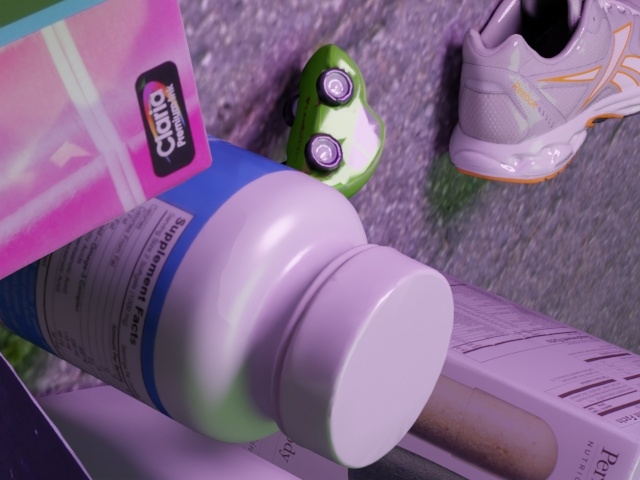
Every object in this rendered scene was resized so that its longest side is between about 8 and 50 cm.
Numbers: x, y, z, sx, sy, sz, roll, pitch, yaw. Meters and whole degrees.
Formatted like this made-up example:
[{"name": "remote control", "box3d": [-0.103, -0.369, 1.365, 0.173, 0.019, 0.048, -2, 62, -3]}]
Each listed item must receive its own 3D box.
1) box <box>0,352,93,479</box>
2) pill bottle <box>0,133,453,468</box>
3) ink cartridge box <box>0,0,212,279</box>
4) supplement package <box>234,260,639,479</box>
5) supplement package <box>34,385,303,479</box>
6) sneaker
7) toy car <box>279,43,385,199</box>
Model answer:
[{"name": "box", "box3d": [-0.197, 0.222, 0.383, 0.179, 0.312, 0.343, 69, 6, -50]}, {"name": "pill bottle", "box3d": [-0.056, 0.016, 0.717, 0.124, 0.221, 0.124, -38, 141, -40]}, {"name": "ink cartridge box", "box3d": [-0.208, -0.030, 0.510, 0.371, 0.069, 0.176, -29, 127, -28]}, {"name": "supplement package", "box3d": [0.092, 0.151, 1.014, 0.198, 0.262, 0.199, -2, 112, -58]}, {"name": "supplement package", "box3d": [-0.126, 0.246, 0.813, 0.175, 0.177, 0.293, -3, 114, -58]}, {"name": "sneaker", "box3d": [0.187, -0.145, 1.133, 0.262, 0.099, 0.121, -40, 137, -40]}, {"name": "toy car", "box3d": [0.000, 0.000, 0.884, 0.239, 0.053, 0.225, 149, -45, -64]}]
